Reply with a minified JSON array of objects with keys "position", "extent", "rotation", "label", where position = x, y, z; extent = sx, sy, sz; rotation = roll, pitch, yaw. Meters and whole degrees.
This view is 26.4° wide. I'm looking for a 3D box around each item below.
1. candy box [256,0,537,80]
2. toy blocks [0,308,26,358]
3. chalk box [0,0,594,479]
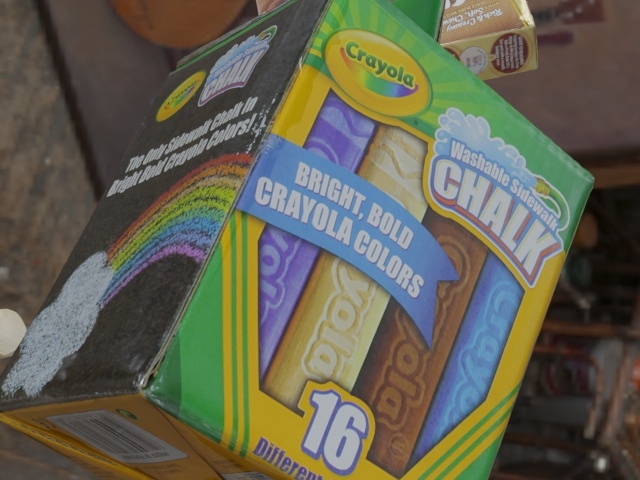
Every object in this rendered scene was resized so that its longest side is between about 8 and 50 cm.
[{"position":[0.087,-0.265,1.643],"extent":[0.087,0.316,0.183],"rotation":[75,5,-56],"label":"candy box"},{"position":[-0.447,0.168,1.128],"extent":[0.309,0.260,0.289],"rotation":[22,63,-43],"label":"toy blocks"},{"position":[0.000,0.000,0.689],"extent":[0.179,0.180,0.289],"rotation":[37,63,-23],"label":"chalk box"}]
